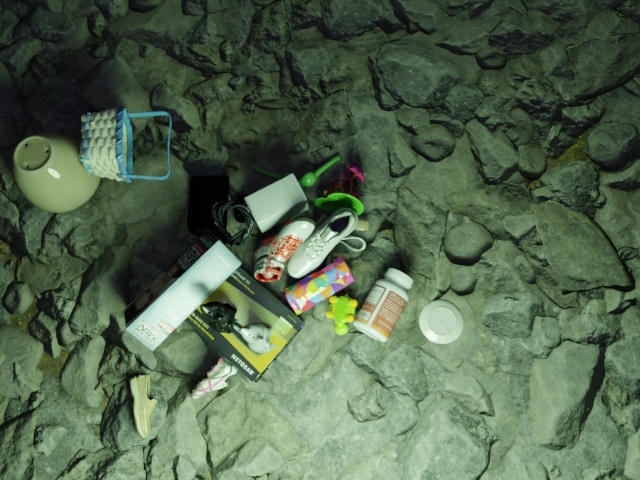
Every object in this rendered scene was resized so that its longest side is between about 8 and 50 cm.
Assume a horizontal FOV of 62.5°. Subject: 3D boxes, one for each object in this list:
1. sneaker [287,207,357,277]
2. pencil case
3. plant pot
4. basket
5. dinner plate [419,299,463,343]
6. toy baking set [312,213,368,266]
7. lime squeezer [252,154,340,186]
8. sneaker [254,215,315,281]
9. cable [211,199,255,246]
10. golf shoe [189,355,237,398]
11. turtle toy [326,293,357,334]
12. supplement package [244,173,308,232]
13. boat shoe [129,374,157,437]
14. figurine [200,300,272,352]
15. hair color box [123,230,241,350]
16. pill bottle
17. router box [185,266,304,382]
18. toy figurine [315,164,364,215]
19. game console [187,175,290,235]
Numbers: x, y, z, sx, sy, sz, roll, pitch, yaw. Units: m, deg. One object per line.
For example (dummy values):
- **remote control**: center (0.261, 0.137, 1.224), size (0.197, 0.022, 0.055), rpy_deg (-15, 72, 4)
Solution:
- **sneaker**: center (0.000, 0.000, 1.696), size (0.111, 0.129, 0.297), rpy_deg (42, 87, 3)
- **pencil case**: center (-0.008, 0.144, 1.698), size (0.236, 0.104, 0.105), rpy_deg (-28, 76, -2)
- **plant pot**: center (-0.928, -0.257, 1.803), size (0.283, 0.191, 0.285), rpy_deg (0, 75, 2)
- **basket**: center (-0.658, -0.330, 1.806), size (0.288, 0.201, 0.255), rpy_deg (-1, 71, -5)
- **dinner plate**: center (0.390, 0.261, 1.698), size (0.141, 0.017, 0.141), rpy_deg (0, 76, 2)
- **toy baking set**: center (0.039, 0.011, 1.775), size (0.196, 0.030, 0.256), rpy_deg (35, 85, 5)
- **lime squeezer**: center (-0.082, -0.235, 1.830), size (0.310, 0.059, 0.110), rpy_deg (-7, 75, 1)
- **sneaker**: center (-0.114, 0.038, 1.664), size (0.270, 0.090, 0.145), rpy_deg (-30, 46, 38)
- **cable**: center (-0.283, -0.054, 1.703), size (0.184, 0.047, 0.151), rpy_deg (7, 101, 37)
- **golf shoe**: center (-0.334, 0.441, 1.631), size (0.086, 0.067, 0.186), rpy_deg (38, 115, -14)
- **turtle toy**: center (0.072, 0.237, 1.691), size (0.095, 0.066, 0.130), rpy_deg (8, 77, 28)
- **supplement package**: center (-0.142, -0.121, 1.733), size (0.179, 0.105, 0.105), rpy_deg (-27, 75, -6)
- **boat shoe**: center (-0.546, 0.512, 1.647), size (0.072, 0.068, 0.190), rpy_deg (-11, 74, -13)
- **figurine**: center (-0.241, 0.250, 1.542), size (0.214, 0.209, 0.092), rpy_deg (26, 78, 9)
- **hair color box**: center (-0.439, 0.148, 1.664), size (0.374, 0.185, 0.114), rpy_deg (-46, 113, -9)
- **pill bottle**: center (0.204, 0.201, 1.667), size (0.121, 0.121, 0.216), rpy_deg (29, 78, 10)
- **router box**: center (-0.241, 0.260, 1.691), size (0.308, 0.081, 0.243), rpy_deg (38, 80, 11)
- **toy figurine**: center (0.082, -0.184, 1.799), size (0.173, 0.130, 0.159), rpy_deg (3, 59, 28)
- **game console**: center (-0.275, -0.123, 1.815), size (0.360, 0.044, 0.213), rpy_deg (-1, 75, 2)
